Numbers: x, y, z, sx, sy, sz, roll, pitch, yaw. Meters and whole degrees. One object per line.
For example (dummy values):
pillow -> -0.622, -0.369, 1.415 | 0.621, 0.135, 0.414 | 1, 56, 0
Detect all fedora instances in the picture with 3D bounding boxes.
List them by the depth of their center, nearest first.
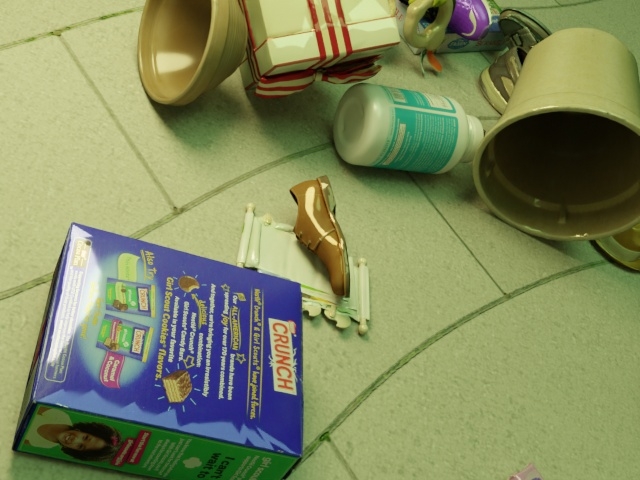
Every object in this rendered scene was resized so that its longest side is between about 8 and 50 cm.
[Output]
fedora -> 0.635, -0.029, 1.784 | 0.194, 0.079, 0.194 | 17, 46, -18

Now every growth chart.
growth chart -> -0.023, 0.045, 1.345 | 0.237, 0.021, 0.172 | 25, 44, -11

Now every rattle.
rattle -> 0.197, -0.455, 1.833 | 0.143, 0.199, 0.130 | 27, 70, 23

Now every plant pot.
plant pot -> -0.194, -0.331, 1.420 | 0.110, 0.237, 0.237 | 5, 50, -39
plant pot -> 0.475, -0.220, 1.635 | 0.334, 0.334, 0.305 | 27, 51, -9

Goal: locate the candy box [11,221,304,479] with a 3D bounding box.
candy box -> -0.184, 0.147, 1.078 | 0.317, 0.122, 0.268 | 16, 45, -18

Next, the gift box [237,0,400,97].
gift box -> -0.019, -0.387, 1.504 | 0.255, 0.276, 0.258 | -14, 93, -11

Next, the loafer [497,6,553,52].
loafer -> 0.501, -0.421, 2.008 | 0.267, 0.096, 0.084 | 39, 67, -20

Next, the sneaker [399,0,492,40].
sneaker -> 0.237, -0.526, 1.878 | 0.146, 0.102, 0.293 | -20, 61, -34

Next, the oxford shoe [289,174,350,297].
oxford shoe -> 0.000, 0.000, 1.349 | 0.076, 0.076, 0.212 | -13, 60, -7

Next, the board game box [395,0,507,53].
board game box -> 0.261, -0.573, 2.044 | 0.319, 0.066, 0.318 | -13, 61, -39

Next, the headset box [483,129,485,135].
headset box -> 0.289, -0.216, 1.768 | 0.083, 0.032, 0.062 | 28, 42, -7

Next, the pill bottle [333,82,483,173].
pill bottle -> 0.167, -0.198, 1.590 | 0.264, 0.146, 0.146 | 4, 51, -30

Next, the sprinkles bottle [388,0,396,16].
sprinkles bottle -> -0.027, -0.499, 1.755 | 0.355, 0.121, 0.121 | 19, 45, -17

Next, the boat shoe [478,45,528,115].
boat shoe -> 0.483, -0.272, 1.867 | 0.132, 0.130, 0.355 | -21, 66, -42

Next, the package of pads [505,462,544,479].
package of pads -> 0.309, 0.368, 1.259 | 0.050, 0.032, 0.083 | -18, 64, -38
